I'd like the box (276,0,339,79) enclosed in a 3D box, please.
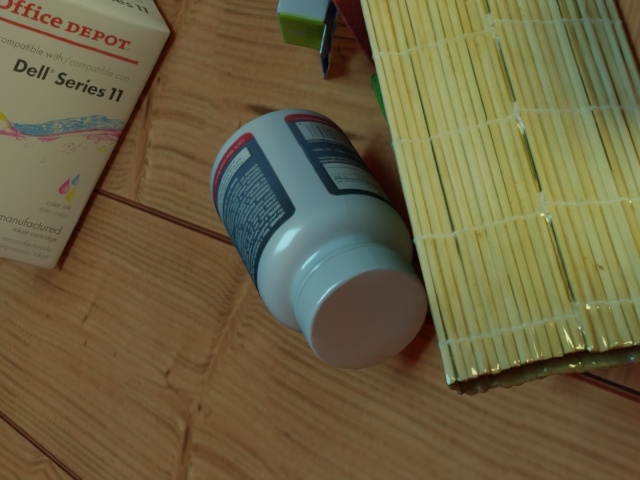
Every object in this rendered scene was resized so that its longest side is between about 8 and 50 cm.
[{"bbox_3d":[0.004,-0.217,1.131,0.109,0.042,0.178,63,-140,-86],"label":"box"}]

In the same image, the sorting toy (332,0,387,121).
[{"bbox_3d":[0.105,-0.092,0.939,0.126,0.127,0.366,-30,49,11],"label":"sorting toy"}]

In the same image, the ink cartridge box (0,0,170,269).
[{"bbox_3d":[-0.283,-0.164,1.447,0.353,0.207,0.119,-61,33,22],"label":"ink cartridge box"}]

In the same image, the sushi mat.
[{"bbox_3d":[0.113,-0.063,0.857,0.019,0.151,0.317,87,174,-55],"label":"sushi mat"}]

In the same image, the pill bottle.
[{"bbox_3d":[0.000,0.000,1.027,0.108,0.108,0.180,-60,34,23],"label":"pill bottle"}]
